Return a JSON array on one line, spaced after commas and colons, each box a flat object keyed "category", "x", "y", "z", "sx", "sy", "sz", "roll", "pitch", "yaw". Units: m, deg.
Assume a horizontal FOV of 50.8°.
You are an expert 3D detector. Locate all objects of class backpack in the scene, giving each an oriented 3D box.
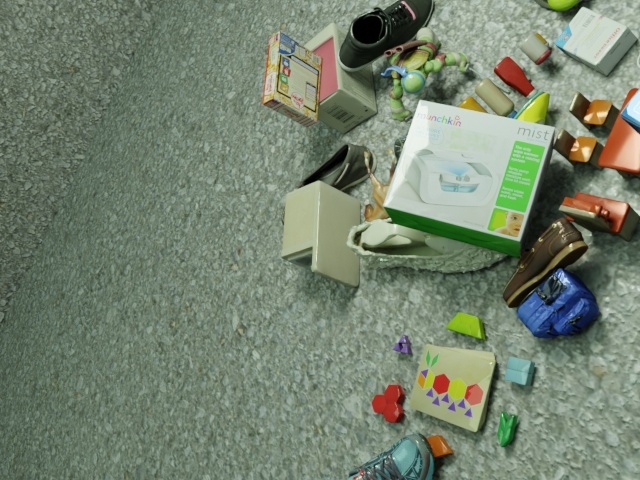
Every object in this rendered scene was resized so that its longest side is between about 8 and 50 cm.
[{"category": "backpack", "x": 0.413, "y": 0.122, "z": 1.185, "sx": 0.120, "sy": 0.098, "sz": 0.101, "roll": -46, "pitch": 48, "yaw": 21}]

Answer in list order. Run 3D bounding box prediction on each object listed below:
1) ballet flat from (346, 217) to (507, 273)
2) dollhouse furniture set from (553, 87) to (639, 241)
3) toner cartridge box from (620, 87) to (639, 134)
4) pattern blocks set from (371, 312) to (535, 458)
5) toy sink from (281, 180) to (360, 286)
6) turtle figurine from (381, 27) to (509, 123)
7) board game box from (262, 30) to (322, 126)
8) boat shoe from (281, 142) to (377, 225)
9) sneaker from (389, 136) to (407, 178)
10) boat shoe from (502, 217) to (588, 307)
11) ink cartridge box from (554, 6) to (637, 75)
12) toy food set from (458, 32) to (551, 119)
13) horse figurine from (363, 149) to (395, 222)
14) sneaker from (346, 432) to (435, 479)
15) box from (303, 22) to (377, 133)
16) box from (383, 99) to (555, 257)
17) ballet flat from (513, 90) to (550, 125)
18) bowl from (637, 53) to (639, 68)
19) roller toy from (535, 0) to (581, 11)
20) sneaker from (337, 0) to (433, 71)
[{"category": "ballet flat", "x": 0.218, "y": -0.003, "z": 1.426, "sx": 0.409, "sy": 0.147, "sz": 0.146, "roll": -9, "pitch": 66, "yaw": 44}, {"category": "dollhouse furniture set", "x": 0.522, "y": -0.140, "z": 1.161, "sx": 0.262, "sy": 0.135, "sz": 0.259, "roll": 22, "pitch": 89, "yaw": 49}, {"category": "toner cartridge box", "x": 0.568, "y": -0.101, "z": 0.932, "sx": 0.075, "sy": 0.348, "sz": 0.165, "roll": -56, "pitch": 41, "yaw": 14}, {"category": "pattern blocks set", "x": 0.257, "y": 0.284, "z": 1.329, "sx": 0.325, "sy": 0.026, "sz": 0.285, "roll": 21, "pitch": 89, "yaw": 49}, {"category": "toy sink", "x": 0.000, "y": 0.000, "z": 1.642, "sx": 0.131, "sy": 0.153, "sz": 0.234, "roll": -19, "pitch": 60, "yaw": 41}, {"category": "turtle figurine", "x": 0.252, "y": -0.368, "z": 1.586, "sx": 0.266, "sy": 0.275, "sz": 0.197, "roll": -89, "pitch": 19, "yaw": -52}, {"category": "board game box", "x": -0.067, "y": -0.399, "z": 1.675, "sx": 0.045, "sy": 0.147, "sz": 0.193, "roll": -17, "pitch": 60, "yaw": 44}, {"category": "boat shoe", "x": -0.005, "y": -0.146, "z": 1.756, "sx": 0.335, "sy": 0.096, "sz": 0.112, "roll": -36, "pitch": 49, "yaw": 31}, {"category": "sneaker", "x": 0.201, "y": -0.177, "z": 1.594, "sx": 0.052, "sy": 0.058, "sz": 0.135, "roll": 14, "pitch": 104, "yaw": 25}, {"category": "boat shoe", "x": 0.397, "y": 0.043, "z": 1.225, "sx": 0.207, "sy": 0.073, "sz": 0.073, "roll": -55, "pitch": 50, "yaw": 41}, {"category": "ink cartridge box", "x": 0.539, "y": -0.391, "z": 1.325, "sx": 0.088, "sy": 0.052, "sz": 0.122, "roll": -53, "pitch": 41, "yaw": 15}, {"category": "toy food set", "x": 0.408, "y": -0.325, "z": 1.398, "sx": 0.232, "sy": 0.111, "sz": 0.104, "roll": -43, "pitch": 85, "yaw": -4}, {"category": "horse figurine", "x": 0.196, "y": -0.122, "z": 1.533, "sx": 0.264, "sy": 0.066, "sz": 0.174, "roll": 0, "pitch": 96, "yaw": 35}, {"category": "sneaker", "x": 0.115, "y": 0.474, "z": 1.304, "sx": 0.261, "sy": 0.125, "sz": 0.104, "roll": -54, "pitch": 47, "yaw": 23}, {"category": "box", "x": 0.048, "y": -0.429, "z": 1.792, "sx": 0.127, "sy": 0.149, "sz": 0.232, "roll": -29, "pitch": 53, "yaw": 37}, {"category": "box", "x": 0.286, "y": -0.119, "z": 1.291, "sx": 0.262, "sy": 0.127, "sz": 0.231, "roll": 17, "pitch": 81, "yaw": 20}, {"category": "ballet flat", "x": 0.399, "y": -0.195, "z": 1.379, "sx": 0.231, "sy": 0.077, "sz": 0.077, "roll": -47, "pitch": 65, "yaw": 25}, {"category": "bowl", "x": 0.649, "y": -0.332, "z": 1.180, "sx": 0.142, "sy": 0.053, "sz": 0.142, "roll": -55, "pitch": 43, "yaw": 12}, {"category": "roller toy", "x": 0.493, "y": -0.599, "z": 1.399, "sx": 0.191, "sy": 0.146, "sz": 0.209, "roll": -51, "pitch": 42, "yaw": 17}, {"category": "sneaker", "x": 0.175, "y": -0.531, "z": 1.649, "sx": 0.296, "sy": 0.104, "sz": 0.147, "roll": -37, "pitch": -1, "yaw": -9}]
